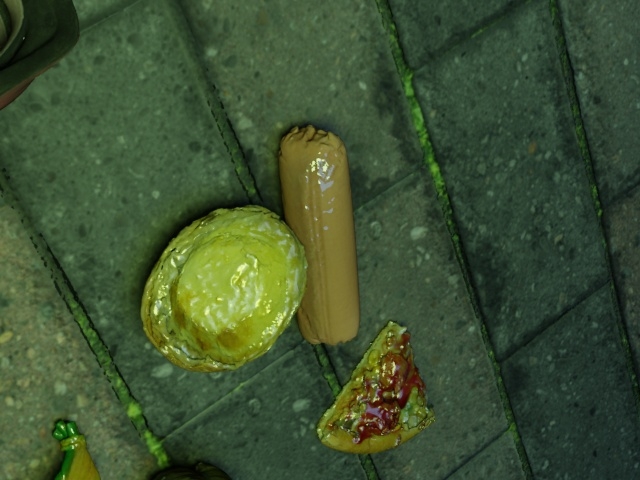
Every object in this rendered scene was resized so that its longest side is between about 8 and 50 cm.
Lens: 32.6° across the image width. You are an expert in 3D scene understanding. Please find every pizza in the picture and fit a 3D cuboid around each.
[{"bbox_3d":[0.087,0.209,1.500,0.201,0.053,0.193,-11,114,-30],"label":"pizza"}]

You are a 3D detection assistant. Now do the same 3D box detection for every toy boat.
[{"bbox_3d":[-0.335,0.312,1.245,0.088,0.089,0.229,39,82,0],"label":"toy boat"}]

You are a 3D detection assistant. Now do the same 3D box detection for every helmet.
[{"bbox_3d":[-0.364,-0.178,0.982,0.253,0.154,0.198,-21,81,-36],"label":"helmet"}]

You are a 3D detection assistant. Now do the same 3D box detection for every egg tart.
[{"bbox_3d":[-0.118,0.054,1.277,0.213,0.090,0.212,-15,117,-31],"label":"egg tart"}]

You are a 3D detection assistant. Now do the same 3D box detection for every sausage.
[{"bbox_3d":[0.001,-0.001,1.337,0.086,0.086,0.289,-19,117,-27],"label":"sausage"}]

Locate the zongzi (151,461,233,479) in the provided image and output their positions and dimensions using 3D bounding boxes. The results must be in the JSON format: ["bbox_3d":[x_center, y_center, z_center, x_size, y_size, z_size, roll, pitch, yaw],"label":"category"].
[{"bbox_3d":[-0.249,0.447,1.314,0.361,0.160,0.322,-9,107,-24],"label":"zongzi"}]
